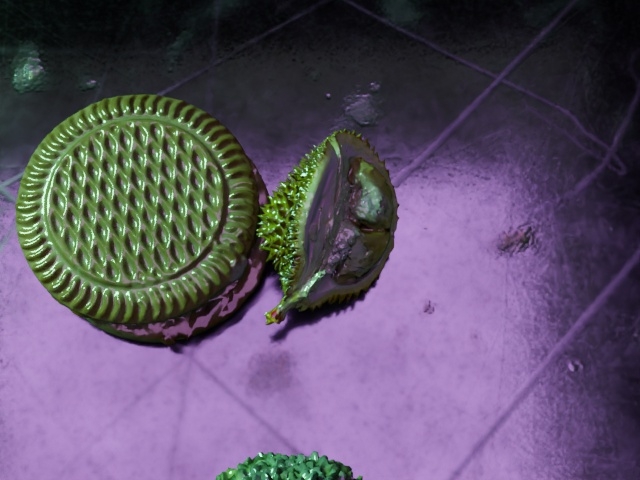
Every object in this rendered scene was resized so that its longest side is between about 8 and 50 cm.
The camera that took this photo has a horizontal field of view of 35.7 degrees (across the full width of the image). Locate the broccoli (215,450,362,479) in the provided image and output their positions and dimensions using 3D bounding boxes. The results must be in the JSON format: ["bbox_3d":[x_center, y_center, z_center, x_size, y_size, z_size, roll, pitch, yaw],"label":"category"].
[{"bbox_3d":[-0.013,0.356,0.808,0.302,0.249,0.375,17,58,0],"label":"broccoli"}]

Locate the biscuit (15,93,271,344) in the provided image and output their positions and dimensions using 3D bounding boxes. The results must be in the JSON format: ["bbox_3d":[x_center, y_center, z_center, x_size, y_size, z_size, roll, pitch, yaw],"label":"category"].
[{"bbox_3d":[-0.173,-0.022,1.001,0.259,0.079,0.259,0,75,-1],"label":"biscuit"}]

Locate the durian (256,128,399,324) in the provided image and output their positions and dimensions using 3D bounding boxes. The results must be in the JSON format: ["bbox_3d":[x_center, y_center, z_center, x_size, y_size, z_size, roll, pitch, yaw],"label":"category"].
[{"bbox_3d":[0.000,0.000,0.987,0.146,0.102,0.208,40,69,-31],"label":"durian"}]
